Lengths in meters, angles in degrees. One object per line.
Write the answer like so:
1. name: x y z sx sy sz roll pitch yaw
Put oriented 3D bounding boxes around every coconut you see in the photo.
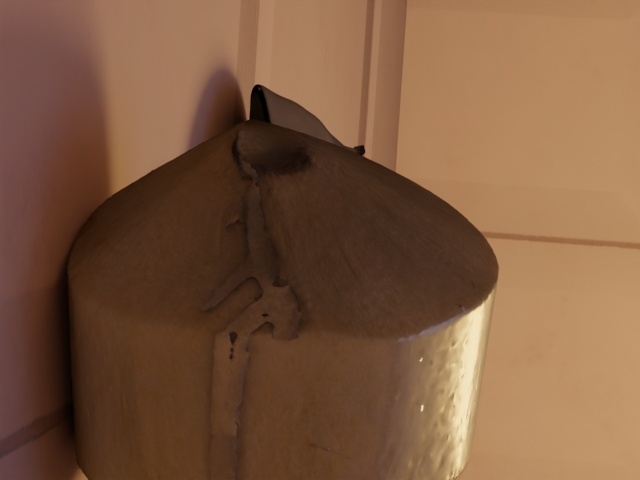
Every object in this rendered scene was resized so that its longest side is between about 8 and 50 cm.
1. coconut: -0.028 0.062 1.270 0.323 0.323 0.323 4 90 -82

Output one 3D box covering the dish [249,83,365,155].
1. dish: 0.000 0.000 1.763 0.316 0.106 0.316 174 -90 -83
